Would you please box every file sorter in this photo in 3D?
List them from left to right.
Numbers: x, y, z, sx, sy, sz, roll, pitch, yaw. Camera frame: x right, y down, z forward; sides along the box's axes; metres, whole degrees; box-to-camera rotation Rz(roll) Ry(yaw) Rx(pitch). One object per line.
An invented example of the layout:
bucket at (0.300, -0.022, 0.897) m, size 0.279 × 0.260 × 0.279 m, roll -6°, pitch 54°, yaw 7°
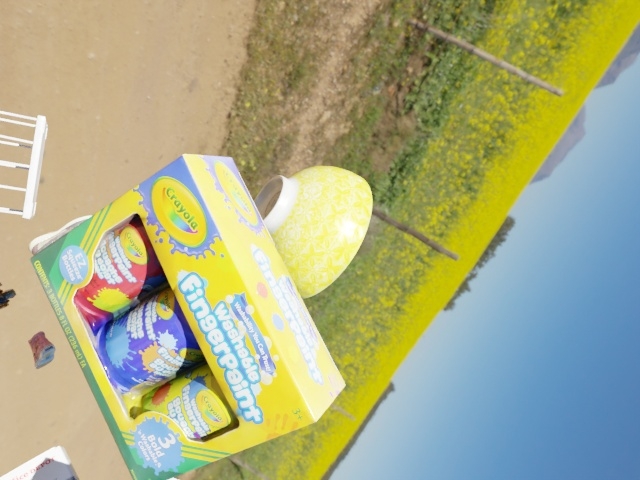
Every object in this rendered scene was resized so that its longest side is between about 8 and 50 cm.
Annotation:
file sorter at (-0.870, -0.213, 1.483) m, size 0.192 × 0.173 × 0.278 m, roll 10°, pitch -89°, yaw 64°

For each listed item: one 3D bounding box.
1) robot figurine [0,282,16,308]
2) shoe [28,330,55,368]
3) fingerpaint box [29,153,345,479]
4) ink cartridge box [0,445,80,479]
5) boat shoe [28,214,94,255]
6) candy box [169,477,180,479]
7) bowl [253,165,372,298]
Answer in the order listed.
robot figurine at (-0.852, 0.173, 1.221) m, size 0.211 × 0.085 × 0.291 m, roll -22°, pitch -171°, yaw 29°
shoe at (-0.977, 0.382, 1.874) m, size 0.063 × 0.081 × 0.178 m, roll -28°, pitch 167°, yaw -45°
fingerpaint box at (-0.229, 0.138, 0.909) m, size 0.371 × 0.445 × 0.163 m, roll -27°, pitch 177°, yaw 20°
ink cartridge box at (-0.804, 0.782, 1.584) m, size 0.198 × 0.273 × 0.115 m, roll -27°, pitch 167°, yaw -25°
boat shoe at (-1.014, -0.005, 2.154) m, size 0.285 × 0.092 × 0.103 m, roll -29°, pitch 154°, yaw -26°
candy box at (-0.424, 0.740, 1.489) m, size 0.165 × 0.196 × 0.070 m, roll -49°, pitch -165°, yaw 26°
bowl at (-0.050, -0.043, 1.087) m, size 0.289 × 0.156 × 0.290 m, roll -37°, pitch -144°, yaw 33°
